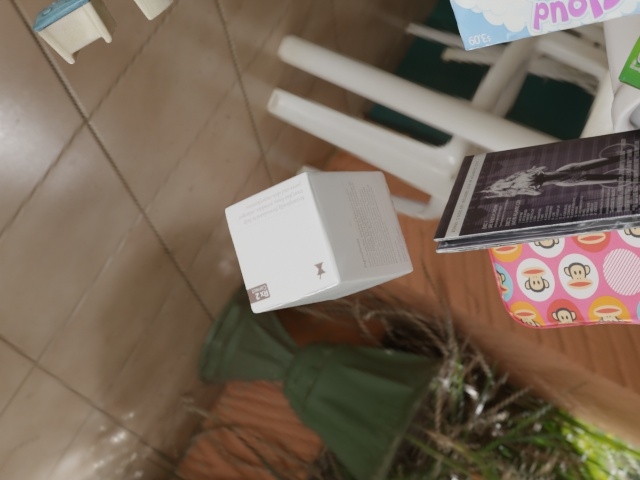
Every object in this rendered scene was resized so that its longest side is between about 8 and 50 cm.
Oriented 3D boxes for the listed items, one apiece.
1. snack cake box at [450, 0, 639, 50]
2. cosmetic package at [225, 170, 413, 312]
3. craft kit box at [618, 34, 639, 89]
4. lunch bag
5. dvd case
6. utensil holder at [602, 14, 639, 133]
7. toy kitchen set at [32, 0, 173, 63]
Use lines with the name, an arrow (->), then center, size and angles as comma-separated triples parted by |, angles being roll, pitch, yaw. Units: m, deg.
snack cake box -> 0.232, -0.266, 0.779 | 0.089, 0.264, 0.152 | -45, 121, -46
cosmetic package -> 0.000, 0.000, 1.259 | 0.151, 0.151, 0.184 | -22, 170, 35
craft kit box -> 0.409, -0.089, 0.765 | 0.246, 0.250, 0.061 | -113, -136, -71
lunch bag -> 0.370, -0.012, 1.309 | 0.120, 0.293, 0.258 | -28, 105, -42
dvd case -> 0.219, -0.048, 0.799 | 0.164, 0.221, 0.018 | -60, 138, -55
utensil holder -> 0.497, -0.337, 1.130 | 0.327, 0.328, 0.385 | 59, 26, -72
toy kitchen set -> -0.272, -0.345, 1.155 | 0.122, 0.166, 0.207 | 54, 20, -34
